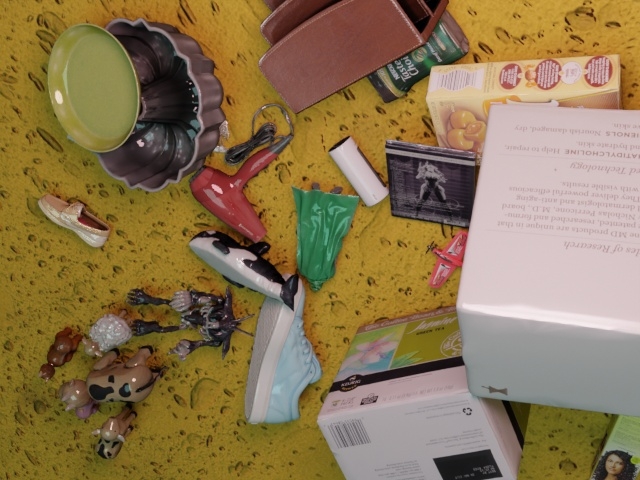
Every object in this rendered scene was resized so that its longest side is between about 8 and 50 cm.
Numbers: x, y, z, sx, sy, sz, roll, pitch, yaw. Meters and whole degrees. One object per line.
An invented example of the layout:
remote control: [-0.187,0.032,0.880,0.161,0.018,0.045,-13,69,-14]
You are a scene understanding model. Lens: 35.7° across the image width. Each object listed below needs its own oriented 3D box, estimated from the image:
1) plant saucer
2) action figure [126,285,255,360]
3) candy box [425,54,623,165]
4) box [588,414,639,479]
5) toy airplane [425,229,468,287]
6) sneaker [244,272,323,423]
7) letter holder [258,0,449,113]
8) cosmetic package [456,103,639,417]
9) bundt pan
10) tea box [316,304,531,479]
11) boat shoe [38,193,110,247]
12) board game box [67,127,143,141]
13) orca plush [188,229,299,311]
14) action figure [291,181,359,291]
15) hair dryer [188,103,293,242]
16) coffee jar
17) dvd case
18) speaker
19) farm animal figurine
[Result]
plant saucer: [-0.418,-0.287,1.869,0.241,0.037,0.241,12,111,32]
action figure: [-0.287,0.178,2.158,0.276,0.141,0.164,4,99,20]
candy box: [0.355,-0.218,1.708,0.316,0.087,0.183,0,145,20]
box: [0.621,0.404,2.011,0.087,0.058,0.232,17,121,10]
toy airplane: [0.277,0.044,1.953,0.151,0.028,0.151,9,121,15]
sneaker: [-0.062,0.235,2.142,0.150,0.135,0.366,6,119,-18]
letter holder: [0.023,-0.388,1.684,0.302,0.152,0.214,-23,117,40]
cosmetic package: [0.416,0.035,1.621,0.327,0.393,0.329,5,150,15]
bundt pan: [-0.311,-0.265,1.901,0.331,0.124,0.330,12,111,33]
tea box: [0.216,0.307,1.942,0.329,0.323,0.220,-15,112,25]
boat shoe: [-0.532,-0.055,2.170,0.170,0.063,0.059,35,121,-12]
board game box: [-0.441,-0.221,2.063,0.154,0.026,0.103,29,123,2]
orca plush: [-0.138,0.032,2.043,0.287,0.102,0.151,18,150,44]
action figure: [0.000,0.000,2.006,0.137,0.063,0.232,12,117,11]
hair dryer: [-0.160,-0.126,1.983,0.224,0.080,0.293,3,119,19]
coffee jar: [0.165,-0.324,1.761,0.184,0.079,0.096,-31,103,31]
dvd case: [0.206,-0.102,1.848,0.165,0.018,0.221,10,148,14]
speaker: [0.073,-0.133,1.912,0.055,0.055,0.136,-30,104,30]
farm animal figurine: [-0.507,0.356,2.316,0.327,0.172,0.330,-24,107,29]
